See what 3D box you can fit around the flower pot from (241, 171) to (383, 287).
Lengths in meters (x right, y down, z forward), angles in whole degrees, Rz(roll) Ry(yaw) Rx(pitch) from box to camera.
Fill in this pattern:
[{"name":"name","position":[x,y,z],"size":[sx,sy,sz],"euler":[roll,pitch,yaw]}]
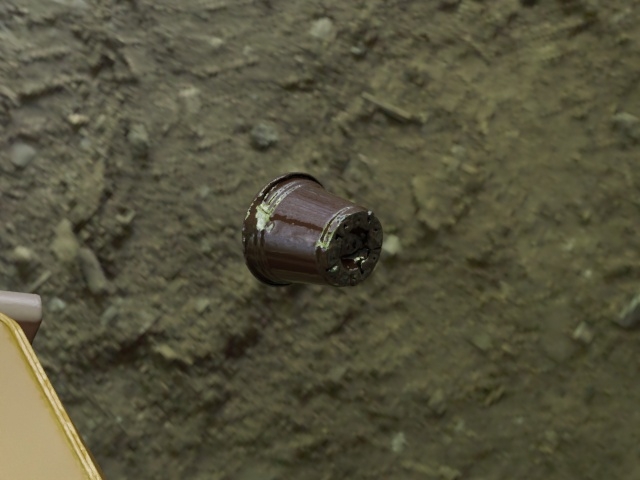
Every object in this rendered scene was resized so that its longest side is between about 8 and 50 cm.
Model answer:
[{"name":"flower pot","position":[0.000,0.000,1.156],"size":[0.111,0.089,0.111],"euler":[-19,118,-42]}]

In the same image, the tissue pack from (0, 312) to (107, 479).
[{"name":"tissue pack","position":[-0.166,0.200,0.739],"size":[0.145,0.194,0.274],"euler":[-28,145,-11]}]

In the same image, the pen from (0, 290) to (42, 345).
[{"name":"pen","position":[-0.270,0.045,0.795],"size":[0.197,0.032,0.053],"euler":[5,139,-27]}]
